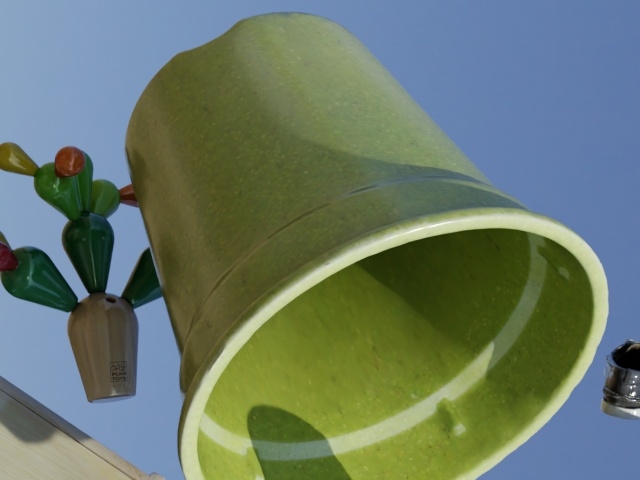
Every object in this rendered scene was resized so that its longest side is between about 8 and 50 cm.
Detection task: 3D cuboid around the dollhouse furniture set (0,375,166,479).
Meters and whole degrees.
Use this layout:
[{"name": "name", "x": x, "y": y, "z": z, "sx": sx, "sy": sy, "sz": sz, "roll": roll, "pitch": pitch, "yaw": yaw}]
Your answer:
[{"name": "dollhouse furniture set", "x": -0.337, "y": 0.263, "z": 1.517, "sx": 0.394, "sy": 0.256, "sz": 0.362, "roll": -46, "pitch": -168, "yaw": 43}]

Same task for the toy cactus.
[{"name": "toy cactus", "x": -0.149, "y": 0.019, "z": 1.353, "sx": 0.112, "sy": 0.219, "sz": 0.181, "roll": -22, "pitch": -107, "yaw": 47}]

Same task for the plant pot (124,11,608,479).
[{"name": "plant pot", "x": 0.000, "y": 0.000, "z": 1.224, "sx": 0.254, "sy": 0.276, "sz": 0.276, "roll": 61, "pitch": -37, "yaw": 38}]

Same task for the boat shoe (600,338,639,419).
[{"name": "boat shoe", "x": 0.223, "y": 0.091, "z": 1.390, "sx": 0.125, "sy": 0.046, "sz": 0.038, "roll": -36, "pitch": 136, "yaw": -68}]
